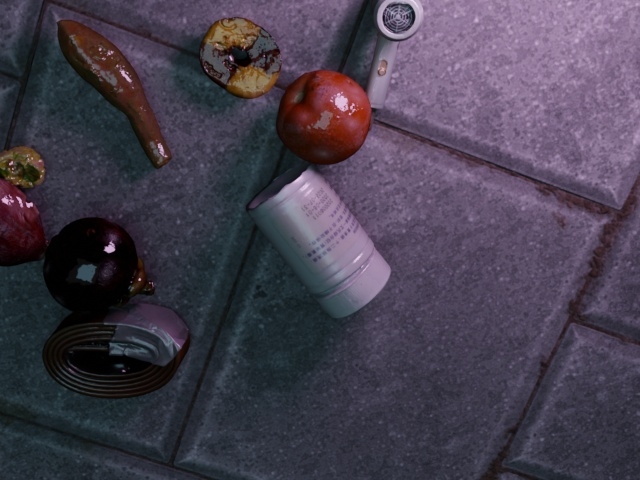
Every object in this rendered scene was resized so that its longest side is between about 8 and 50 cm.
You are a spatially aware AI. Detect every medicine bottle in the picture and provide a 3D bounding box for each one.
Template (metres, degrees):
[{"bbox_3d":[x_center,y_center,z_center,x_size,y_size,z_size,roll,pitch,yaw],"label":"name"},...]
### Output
[{"bbox_3d":[0.000,0.000,1.898,0.190,0.190,0.332,-35,103,9],"label":"medicine bottle"}]

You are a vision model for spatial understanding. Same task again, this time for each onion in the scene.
[{"bbox_3d":[-0.740,-0.017,1.898,0.283,0.120,0.227,36,128,-24],"label":"onion"}]

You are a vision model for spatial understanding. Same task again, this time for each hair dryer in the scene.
[{"bbox_3d":[0.140,-0.384,1.815,0.107,0.173,0.357,10,119,-1],"label":"hair dryer"}]

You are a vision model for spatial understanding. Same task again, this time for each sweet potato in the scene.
[{"bbox_3d":[-0.444,-0.335,1.846,0.109,0.109,0.385,-34,110,9],"label":"sweet potato"}]

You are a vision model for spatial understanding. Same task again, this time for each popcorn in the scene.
[{"bbox_3d":[-0.690,-0.169,1.901,0.109,0.089,0.097,24,94,-4],"label":"popcorn"}]

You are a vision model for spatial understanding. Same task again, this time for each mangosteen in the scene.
[{"bbox_3d":[-0.501,0.069,1.906,0.265,0.228,0.228,28,105,-23],"label":"mangosteen"}]

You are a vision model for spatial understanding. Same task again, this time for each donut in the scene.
[{"bbox_3d":[-0.174,-0.406,1.836,0.184,0.073,0.166,21,106,-6],"label":"donut"}]

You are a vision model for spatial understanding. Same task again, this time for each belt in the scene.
[{"bbox_3d":[-0.490,0.262,2.014,0.338,0.122,0.217,-1,109,2],"label":"belt"}]

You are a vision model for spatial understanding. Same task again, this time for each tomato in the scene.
[{"bbox_3d":[0.011,-0.266,1.814,0.184,0.208,0.208,34,105,-35],"label":"tomato"}]
